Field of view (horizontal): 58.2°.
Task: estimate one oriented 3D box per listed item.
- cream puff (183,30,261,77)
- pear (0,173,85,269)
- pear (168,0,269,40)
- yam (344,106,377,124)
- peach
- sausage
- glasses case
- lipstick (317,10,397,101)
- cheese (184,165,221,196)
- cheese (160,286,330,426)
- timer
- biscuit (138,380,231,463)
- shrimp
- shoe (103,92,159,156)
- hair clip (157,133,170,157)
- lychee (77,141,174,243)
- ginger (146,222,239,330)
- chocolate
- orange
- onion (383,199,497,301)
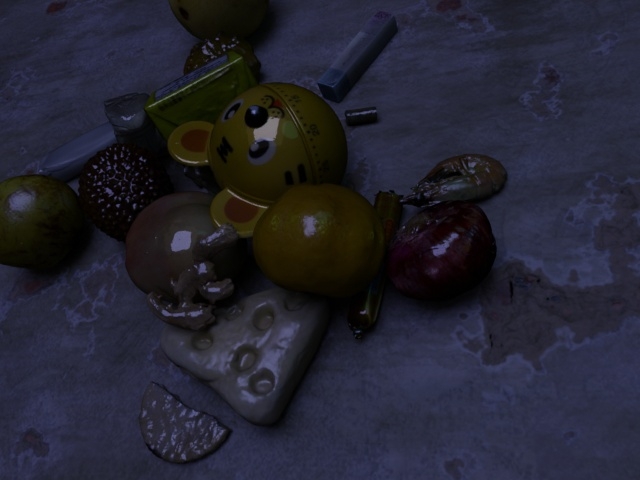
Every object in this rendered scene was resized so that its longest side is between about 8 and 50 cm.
[{"bbox_3d":[-0.309,-0.543,1.808,0.245,0.196,0.243,2,74,-7],"label":"cream puff"},{"bbox_3d":[-0.812,-0.050,1.629,0.284,0.283,0.283,-10,56,15],"label":"pear"},{"bbox_3d":[-0.334,-0.818,1.886,0.349,0.348,0.348,-10,56,15],"label":"pear"},{"bbox_3d":[0.114,-0.346,1.595,0.094,0.043,0.043,-5,58,16],"label":"yam"},{"bbox_3d":[-0.331,0.016,1.403,0.293,0.247,0.292,6,54,-8],"label":"peach"},{"bbox_3d":[0.124,0.052,1.316,0.082,0.082,0.371,4,61,23],"label":"sausage"},{"bbox_3d":[-0.758,-0.291,1.865,0.308,0.083,0.128,-25,48,5],"label":"glasses case"},{"bbox_3d":[0.114,-0.549,1.707,0.066,0.068,0.317,27,71,32],"label":"lipstick"},{"bbox_3d":[-0.268,-0.174,1.543,0.091,0.203,0.175,-25,54,41],"label":"cheese"},{"bbox_3d":[-0.156,0.199,1.300,0.351,0.129,0.328,27,66,32],"label":"cheese"},{"bbox_3d":[-0.136,-0.199,1.389,0.387,0.375,0.376,-22,50,-22],"label":"timer"},{"bbox_3d":[-0.326,0.418,1.280,0.250,0.032,0.133,20,67,29],"label":"biscuit"},{"bbox_3d":[0.308,-0.139,1.364,0.267,0.061,0.145,-23,55,-4],"label":"shrimp"},{"bbox_3d":[-0.531,-0.314,1.675,0.132,0.210,0.342,-24,24,-16],"label":"shoe"},{"bbox_3d":[-0.412,-0.374,1.758,0.282,0.113,0.172,-34,52,46],"label":"hair clip"},{"bbox_3d":[-0.514,-0.122,1.556,0.268,0.267,0.267,-10,56,15],"label":"lychee"},{"bbox_3d":[-0.249,0.085,1.249,0.149,0.065,0.258,40,90,-1],"label":"ginger"},{"bbox_3d":[-0.289,-0.344,1.601,0.301,0.288,0.137,-27,43,2],"label":"chocolate"},{"bbox_3d":[0.000,0.000,1.204,0.279,0.279,0.234,9,86,25],"label":"orange"},{"bbox_3d":[0.254,0.024,1.214,0.247,0.190,0.246,-30,22,14],"label":"onion"}]
